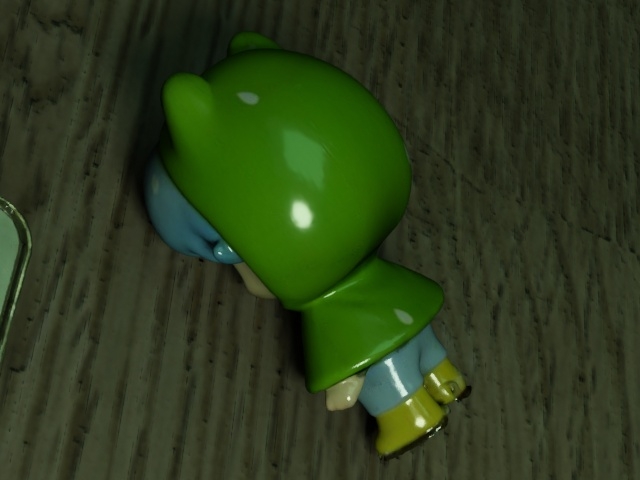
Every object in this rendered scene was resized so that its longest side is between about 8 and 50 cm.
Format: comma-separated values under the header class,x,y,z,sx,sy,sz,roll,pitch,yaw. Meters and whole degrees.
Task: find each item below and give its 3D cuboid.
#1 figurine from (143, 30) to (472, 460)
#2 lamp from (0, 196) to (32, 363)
class,x,y,z,sx,sy,sz,roll,pitch,yaw
figurine,0.000,0.000,1.054,0.263,0.143,0.162,57,40,-6
lamp,-0.284,0.050,0.826,0.269,0.047,0.267,27,54,-26
